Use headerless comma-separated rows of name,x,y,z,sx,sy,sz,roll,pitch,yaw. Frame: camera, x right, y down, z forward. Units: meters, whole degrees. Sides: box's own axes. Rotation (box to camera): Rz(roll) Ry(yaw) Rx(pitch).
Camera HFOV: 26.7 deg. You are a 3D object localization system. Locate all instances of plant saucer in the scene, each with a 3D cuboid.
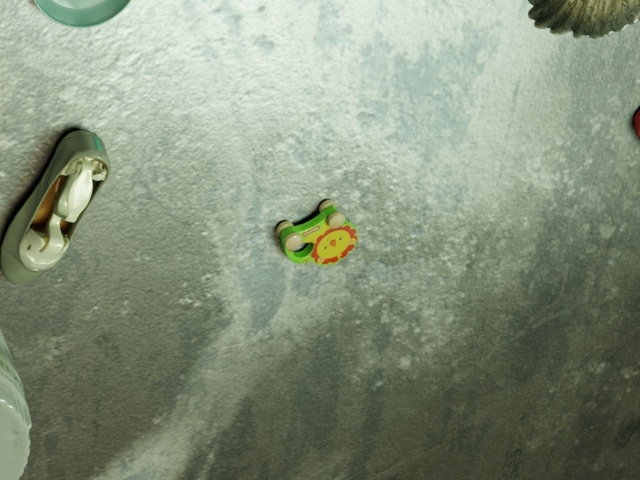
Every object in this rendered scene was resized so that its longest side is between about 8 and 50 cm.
plant saucer,-0.247,-0.279,1.404,0.119,0.021,0.119,-14,129,-19

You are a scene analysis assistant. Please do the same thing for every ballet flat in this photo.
ballet flat,-0.302,-0.025,1.528,0.072,0.068,0.213,15,115,-36

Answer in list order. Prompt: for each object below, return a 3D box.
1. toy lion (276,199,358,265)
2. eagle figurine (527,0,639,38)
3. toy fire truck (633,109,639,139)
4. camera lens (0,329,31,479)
toy lion,0.000,0.000,1.742,0.100,0.034,0.096,-26,139,-10
eagle figurine,0.367,-0.387,1.558,0.298,0.226,0.225,-24,152,-18
toy fire truck,0.608,-0.133,1.913,0.254,0.169,0.302,-25,136,21
camera lens,-0.440,0.149,1.439,0.219,0.274,0.219,-15,129,-19
